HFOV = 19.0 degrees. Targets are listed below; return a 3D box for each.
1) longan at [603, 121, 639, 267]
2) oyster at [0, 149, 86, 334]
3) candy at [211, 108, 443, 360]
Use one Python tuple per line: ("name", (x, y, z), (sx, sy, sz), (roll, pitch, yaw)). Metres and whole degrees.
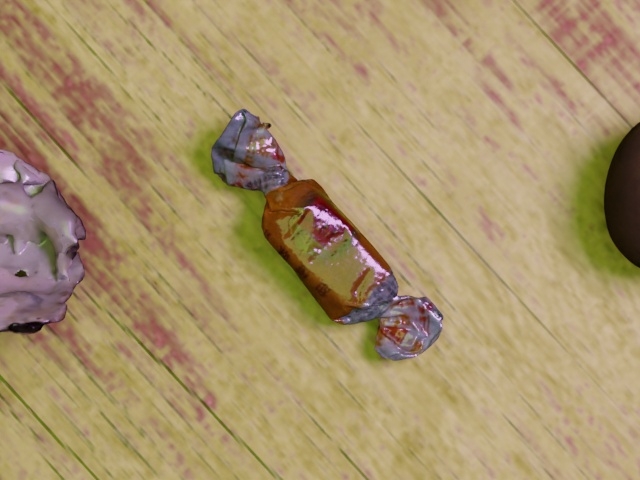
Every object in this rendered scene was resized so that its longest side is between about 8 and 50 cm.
("longan", (0.219, -0.023, 1.117), (0.106, 0.106, 0.119), (-26, 130, 2))
("oyster", (-0.233, -0.008, 1.153), (0.163, 0.081, 0.191), (-21, 72, -21))
("candy", (0.000, 0.000, 1.148), (0.053, 0.046, 0.182), (-41, 93, -1))
